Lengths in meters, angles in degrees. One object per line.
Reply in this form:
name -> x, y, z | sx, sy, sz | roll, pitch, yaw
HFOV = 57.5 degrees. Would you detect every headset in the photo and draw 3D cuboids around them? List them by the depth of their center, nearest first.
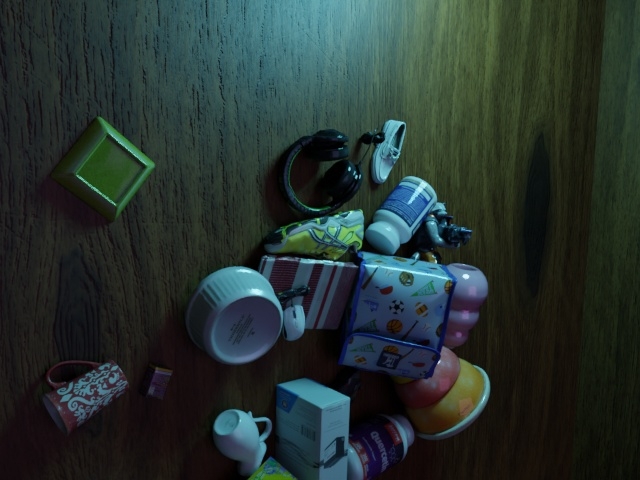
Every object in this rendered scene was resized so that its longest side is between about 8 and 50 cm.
headset -> 0.038, -0.243, 1.838 | 0.394, 0.185, 0.243 | -32, 113, -16

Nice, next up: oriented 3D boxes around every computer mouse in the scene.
computer mouse -> -0.077, 0.231, 1.759 | 0.106, 0.042, 0.193 | -15, 121, -20

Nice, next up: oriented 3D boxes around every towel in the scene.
towel -> -0.059, 0.163, 1.781 | 0.329, 0.037, 0.237 | 7, 111, -29

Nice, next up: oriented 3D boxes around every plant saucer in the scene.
plant saucer -> -0.511, -0.169, 1.407 | 0.188, 0.045, 0.188 | 44, 68, -36

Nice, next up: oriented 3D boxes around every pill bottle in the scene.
pill bottle -> 0.277, -0.085, 2.027 | 0.265, 0.153, 0.153 | -50, 125, -24
pill bottle -> 0.178, 0.727, 2.048 | 0.323, 0.181, 0.181 | -14, 106, -39

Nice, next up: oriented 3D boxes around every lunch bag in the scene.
lunch bag -> 0.243, 0.260, 1.921 | 0.328, 0.239, 0.385 | 11, 102, -2

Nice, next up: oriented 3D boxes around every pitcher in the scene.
pitcher -> -0.223, 0.572, 1.731 | 0.178, 0.125, 0.207 | -58, 140, -36

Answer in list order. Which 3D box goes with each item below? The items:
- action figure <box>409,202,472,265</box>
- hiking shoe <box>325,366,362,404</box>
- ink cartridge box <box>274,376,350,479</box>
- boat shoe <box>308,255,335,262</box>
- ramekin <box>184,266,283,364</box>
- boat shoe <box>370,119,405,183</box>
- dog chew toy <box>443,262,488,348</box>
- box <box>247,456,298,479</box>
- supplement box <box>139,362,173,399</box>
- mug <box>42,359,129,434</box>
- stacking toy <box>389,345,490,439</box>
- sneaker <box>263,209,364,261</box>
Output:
action figure -> 0.401, 0.015, 2.096 | 0.178, 0.341, 0.330 | 13, 82, -7
hiking shoe -> 0.068, 0.537, 1.987 | 0.227, 0.086, 0.114 | -36, 115, -32
ink cartridge box -> -0.029, 0.617, 1.825 | 0.129, 0.223, 0.307 | -4, 100, -41
boat shoe -> 0.032, 0.093, 1.904 | 0.178, 0.060, 0.064 | 34, 74, -38
ramekin -> -0.227, 0.219, 1.612 | 0.273, 0.127, 0.273 | -13, 117, -26
boat shoe -> 0.235, -0.307, 2.007 | 0.083, 0.076, 0.226 | 12, 89, -41
dog chew toy -> 0.533, 0.262, 2.282 | 0.206, 0.206, 0.332 | -2, 106, -41
box -> -0.168, 0.860, 1.722 | 0.290, 0.177, 0.279 | -38, 139, -30
supplement box -> -0.438, 0.376, 1.555 | 0.055, 0.043, 0.083 | 26, 79, -40
mug -> -0.565, 0.355, 1.401 | 0.169, 0.113, 0.150 | -31, 117, -37
stacking toy -> 0.358, 0.449, 2.130 | 0.350, 0.350, 0.480 | -45, 106, -26
sneaker -> 0.000, 0.000, 1.798 | 0.384, 0.145, 0.147 | -13, 95, -37
